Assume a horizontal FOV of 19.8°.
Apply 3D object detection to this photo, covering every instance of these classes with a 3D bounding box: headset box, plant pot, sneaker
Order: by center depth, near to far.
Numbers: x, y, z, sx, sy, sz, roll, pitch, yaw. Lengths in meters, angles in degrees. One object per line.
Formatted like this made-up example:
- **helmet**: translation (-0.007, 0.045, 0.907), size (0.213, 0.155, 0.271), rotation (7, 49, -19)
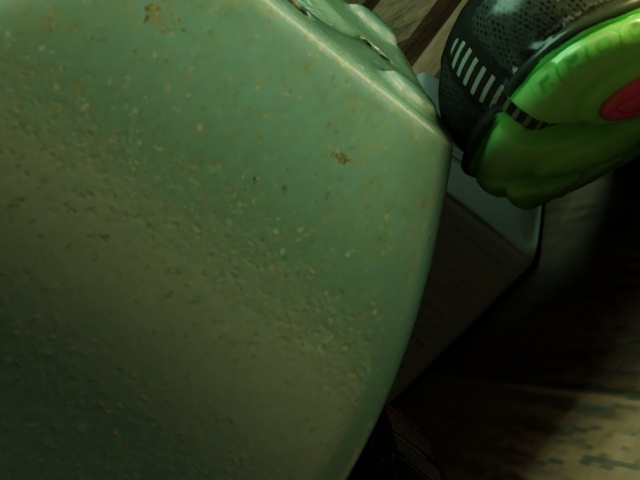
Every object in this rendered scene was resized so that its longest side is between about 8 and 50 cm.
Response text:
- **plant pot**: translation (-0.091, -0.010, 0.711), size (0.252, 0.247, 0.248), rotation (-50, 18, 12)
- **headset box**: translation (0.018, 0.104, 0.748), size (0.062, 0.032, 0.083), rotation (-50, 11, 9)
- **sneaker**: translation (0.127, -0.190, 0.814), size (0.185, 0.202, 0.483), rotation (-44, 13, 41)

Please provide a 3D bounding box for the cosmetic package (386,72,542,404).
- **cosmetic package**: translation (0.004, 0.038, 0.909), size (0.231, 0.085, 0.117), rotation (-49, 10, 27)
